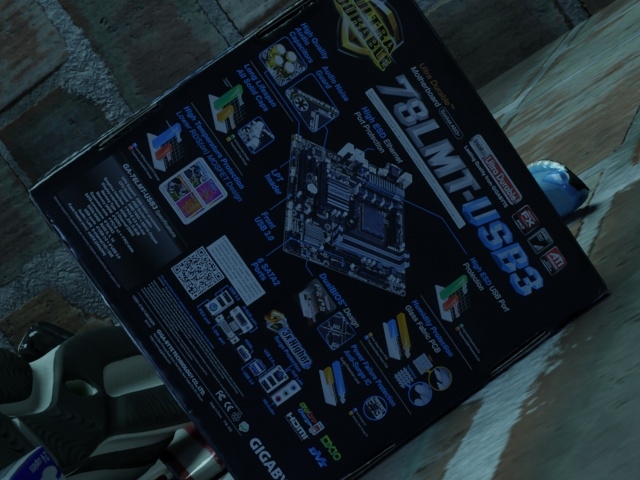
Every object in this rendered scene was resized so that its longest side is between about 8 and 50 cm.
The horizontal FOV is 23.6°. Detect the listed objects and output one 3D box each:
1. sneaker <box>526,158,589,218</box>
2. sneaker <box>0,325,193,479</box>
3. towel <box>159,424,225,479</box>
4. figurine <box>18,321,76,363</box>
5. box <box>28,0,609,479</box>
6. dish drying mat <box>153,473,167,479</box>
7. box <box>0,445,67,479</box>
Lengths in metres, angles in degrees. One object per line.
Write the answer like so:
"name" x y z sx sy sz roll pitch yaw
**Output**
"sneaker" 0.184 -0.015 1.415 0.162 0.063 0.073 -35 21 47
"sneaker" -0.299 0.220 1.307 0.257 0.169 0.447 -55 -26 20
"towel" -0.014 0.121 1.475 0.329 0.037 0.237 -38 8 -10
"figurine" -0.301 0.196 1.911 0.215 0.209 0.092 -51 -27 -64
"box" 0.000 0.000 1.067 0.293 0.295 0.073 -36 8 -8
"dish drying mat" -0.182 0.253 1.473 0.083 0.008 0.032 -37 5 -15
"box" -0.221 0.244 1.108 0.126 0.137 0.072 -33 7 15
